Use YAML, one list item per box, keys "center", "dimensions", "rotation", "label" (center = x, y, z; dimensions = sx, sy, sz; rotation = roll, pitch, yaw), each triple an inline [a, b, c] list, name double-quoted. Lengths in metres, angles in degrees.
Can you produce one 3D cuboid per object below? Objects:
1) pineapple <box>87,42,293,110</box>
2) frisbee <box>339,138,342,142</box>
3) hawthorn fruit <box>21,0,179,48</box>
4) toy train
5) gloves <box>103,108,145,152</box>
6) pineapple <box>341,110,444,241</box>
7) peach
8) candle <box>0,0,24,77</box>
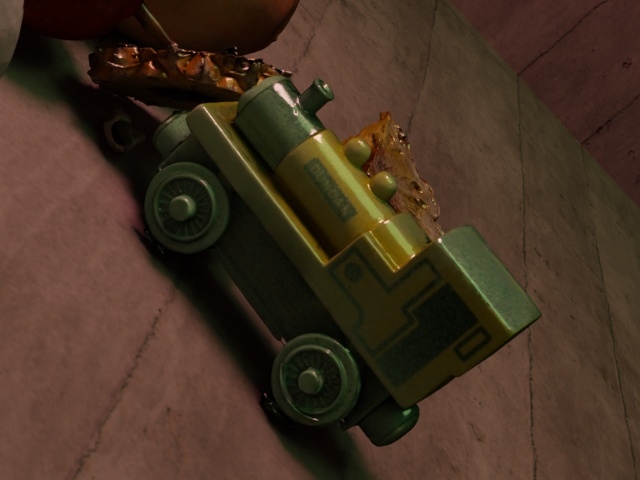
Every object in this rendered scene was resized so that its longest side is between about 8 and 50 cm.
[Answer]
- center: [-0.130, -0.157, 1.430]
  dimensions: [0.221, 0.221, 0.047]
  rotation: [11, 82, -61]
  label: "pineapple"
- center: [0.036, -0.100, 1.925]
  dimensions: [0.110, 0.014, 0.110]
  rotation: [42, 20, -19]
  label: "frisbee"
- center: [-0.226, -0.281, 1.374]
  dimensions: [0.266, 0.230, 0.210]
  rotation: [52, -12, -8]
  label: "hawthorn fruit"
- center: [0.000, 0.000, 1.320]
  dimensions: [0.369, 0.237, 0.150]
  rotation: [52, 21, 9]
  label: "toy train"
- center: [-0.191, -0.106, 1.398]
  dimensions: [0.081, 0.037, 0.044]
  rotation: [-18, 104, -86]
  label: "gloves"
- center: [0.073, -0.047, 1.764]
  dimensions: [0.186, 0.114, 0.236]
  rotation: [23, 35, -52]
  label: "pineapple"
- center: [-0.143, -0.332, 1.609]
  dimensions: [0.292, 0.247, 0.292]
  rotation: [35, 19, -14]
  label: "peach"
- center: [-0.325, -0.165, 0.948]
  dimensions: [0.221, 0.221, 0.342]
  rotation: [50, 17, 0]
  label: "candle"
